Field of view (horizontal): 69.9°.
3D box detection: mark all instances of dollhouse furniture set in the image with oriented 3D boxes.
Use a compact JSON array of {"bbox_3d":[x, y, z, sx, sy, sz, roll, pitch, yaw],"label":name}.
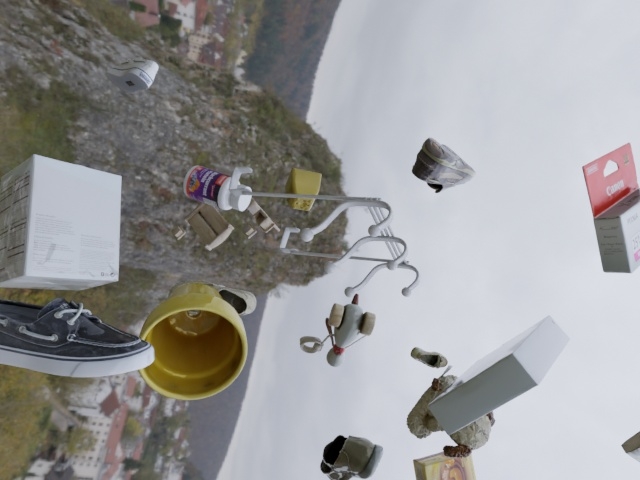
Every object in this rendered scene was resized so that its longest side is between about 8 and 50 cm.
[{"bbox_3d":[-0.393,-0.031,1.947,0.356,0.303,0.174,-42,149,-3],"label":"dollhouse furniture set"}]

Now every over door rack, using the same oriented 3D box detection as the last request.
[{"bbox_3d":[0.000,0.000,0.831,0.108,0.325,0.239,-61,147,-19],"label":"over door rack"}]

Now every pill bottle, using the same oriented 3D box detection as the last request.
[{"bbox_3d":[-0.319,-0.158,1.432,0.108,0.194,0.108,19,90,-75],"label":"pill bottle"}]

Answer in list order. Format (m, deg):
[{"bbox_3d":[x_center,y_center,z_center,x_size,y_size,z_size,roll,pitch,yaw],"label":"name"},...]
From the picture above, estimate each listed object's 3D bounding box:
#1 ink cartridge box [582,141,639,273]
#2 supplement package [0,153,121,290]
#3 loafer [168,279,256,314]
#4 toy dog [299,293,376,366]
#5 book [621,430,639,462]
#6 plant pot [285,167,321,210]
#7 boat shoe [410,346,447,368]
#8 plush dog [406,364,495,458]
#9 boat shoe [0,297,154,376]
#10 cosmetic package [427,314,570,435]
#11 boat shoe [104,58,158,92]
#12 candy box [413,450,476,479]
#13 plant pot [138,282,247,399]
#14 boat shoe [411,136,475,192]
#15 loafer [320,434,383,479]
[{"bbox_3d":[0.693,-0.084,1.024,0.060,0.275,0.238,-3,-74,53],"label":"ink cartridge box"},{"bbox_3d":[-0.610,-0.027,1.069,0.198,0.199,0.262,-13,-105,37],"label":"supplement package"},{"bbox_3d":[-0.332,0.177,1.410,0.092,0.269,0.101,152,-57,-80],"label":"loafer"},{"bbox_3d":[0.090,0.321,1.705,0.333,0.220,0.160,-45,-163,41],"label":"toy dog"},{"bbox_3d":[0.671,0.410,0.889,0.096,0.144,0.035,-49,-162,25],"label":"book"},{"bbox_3d":[-0.047,-0.126,1.195,0.081,0.082,0.083,118,-22,-52],"label":"plant pot"},{"bbox_3d":[0.368,0.394,1.517,0.056,0.153,0.048,-64,-155,-1],"label":"boat shoe"},{"bbox_3d":[0.432,0.551,1.450,0.225,0.263,0.210,41,-27,29],"label":"plush dog"},{"bbox_3d":[-0.414,0.144,0.734,0.108,0.302,0.102,-33,129,-81],"label":"boat shoe"},{"bbox_3d":[0.492,0.354,1.241,0.097,0.377,0.284,53,-56,20],"label":"cosmetic package"},{"bbox_3d":[-0.599,-0.534,1.473,0.258,0.095,0.084,18,-111,38],"label":"boat shoe"},{"bbox_3d":[0.427,0.871,1.505,0.087,0.183,0.316,149,-66,-71],"label":"candy box"},{"bbox_3d":[-0.323,0.228,1.167,0.239,0.254,0.253,-127,-131,-66],"label":"plant pot"},{"bbox_3d":[0.385,-0.230,1.476,0.130,0.356,0.132,-49,-120,22],"label":"boat shoe"},{"bbox_3d":[0.050,0.458,0.988,0.094,0.087,0.251,-53,178,-36],"label":"loafer"}]
